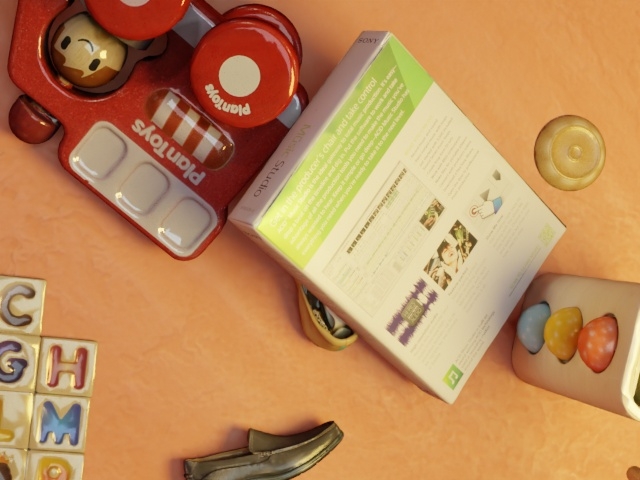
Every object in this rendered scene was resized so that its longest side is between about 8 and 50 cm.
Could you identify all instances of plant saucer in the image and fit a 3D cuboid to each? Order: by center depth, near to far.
[{"bbox_3d":[0.274,-0.095,1.446,0.083,0.015,0.083,0,92,-12],"label":"plant saucer"}]

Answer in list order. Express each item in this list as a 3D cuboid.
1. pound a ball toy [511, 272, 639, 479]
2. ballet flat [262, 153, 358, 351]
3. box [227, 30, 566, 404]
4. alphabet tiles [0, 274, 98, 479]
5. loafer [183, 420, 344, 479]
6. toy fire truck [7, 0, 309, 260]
[{"bbox_3d":[0.282,0.142,1.299,0.136,0.319,0.208,14,89,-12],"label":"pound a ball toy"},{"bbox_3d":[0.000,0.000,1.359,0.080,0.073,0.232,-17,95,-12],"label":"ballet flat"},{"bbox_3d":[0.087,-0.017,1.319,0.322,0.058,0.232,44,75,-34],"label":"box"},{"bbox_3d":[-0.375,0.199,1.314,0.285,0.011,0.342,7,90,-12],"label":"alphabet tiles"},{"bbox_3d":[-0.058,0.219,1.361,0.170,0.062,0.061,-25,92,-12],"label":"loafer"},{"bbox_3d":[-0.169,-0.155,1.285,0.302,0.169,0.254,39,102,-10],"label":"toy fire truck"}]
